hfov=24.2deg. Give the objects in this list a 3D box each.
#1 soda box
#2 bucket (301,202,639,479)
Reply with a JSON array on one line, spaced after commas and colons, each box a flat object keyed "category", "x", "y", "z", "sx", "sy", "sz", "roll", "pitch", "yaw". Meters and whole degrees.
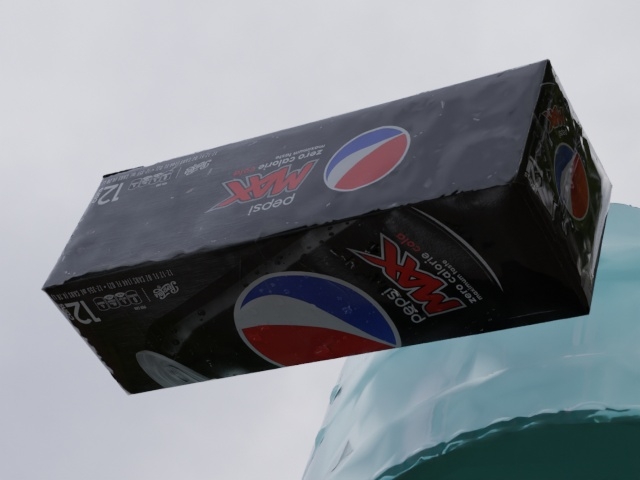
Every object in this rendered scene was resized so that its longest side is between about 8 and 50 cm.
[{"category": "soda box", "x": 0.000, "y": 0.000, "z": 0.460, "sx": 0.169, "sy": 0.060, "sz": 0.053, "roll": -13, "pitch": -53, "yaw": 31}, {"category": "bucket", "x": 0.105, "y": 0.139, "z": 0.508, "sx": 0.281, "sy": 0.183, "sz": 0.281, "roll": 3, "pitch": -74, "yaw": 11}]
